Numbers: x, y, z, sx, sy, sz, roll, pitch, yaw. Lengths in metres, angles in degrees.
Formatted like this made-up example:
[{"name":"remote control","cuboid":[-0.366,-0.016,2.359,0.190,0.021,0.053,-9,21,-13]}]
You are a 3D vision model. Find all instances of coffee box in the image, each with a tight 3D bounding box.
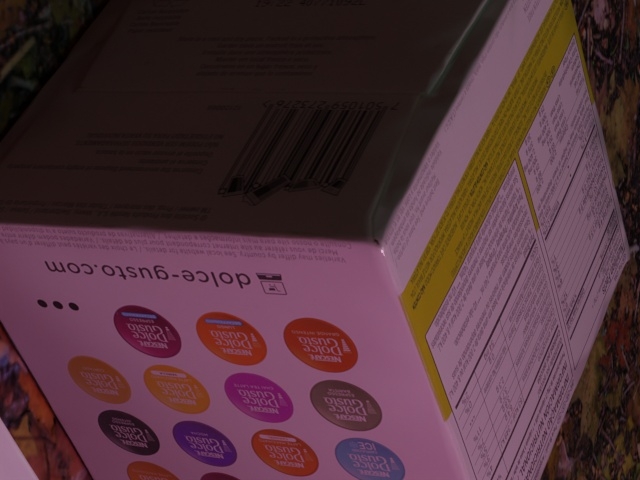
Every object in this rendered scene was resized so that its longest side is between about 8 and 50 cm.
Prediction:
[{"name":"coffee box","cuboid":[0.000,0.000,1.317,0.338,0.337,0.334,-61,143,-38]}]

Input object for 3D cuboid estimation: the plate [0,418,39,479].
[{"name":"plate","cuboid":[-0.263,0.223,1.094,0.277,0.045,0.278,59,37,-9]}]
